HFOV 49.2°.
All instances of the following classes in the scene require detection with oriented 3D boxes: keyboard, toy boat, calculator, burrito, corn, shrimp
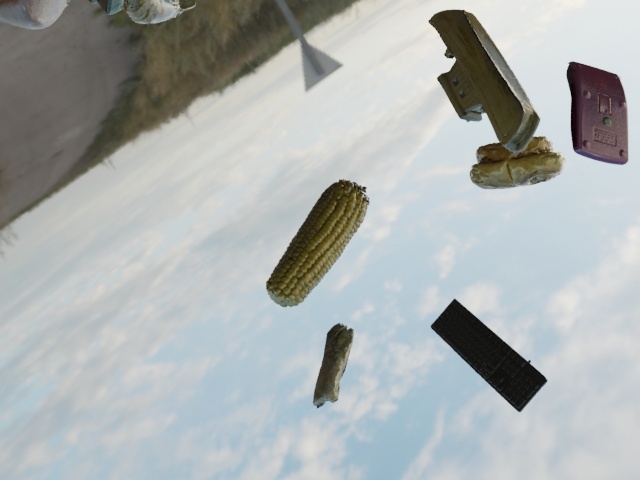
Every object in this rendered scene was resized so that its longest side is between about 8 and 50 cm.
[{"bbox_3d":[0.368,0.246,1.558,0.101,0.018,0.310,-49,-137,5],"label":"keyboard"},{"bbox_3d":[0.287,-0.298,1.295,0.089,0.321,0.121,-2,148,-42],"label":"toy boat"},{"bbox_3d":[0.515,-0.235,1.289,0.034,0.126,0.191,144,-47,-62],"label":"calculator"},{"bbox_3d":[0.025,0.224,1.275,0.051,0.042,0.171,-12,-142,31],"label":"burrito"},{"bbox_3d":[0.000,0.000,1.423,0.115,0.115,0.318,-10,-138,56],"label":"corn"},{"bbox_3d":[-0.260,-0.449,1.204,0.173,0.058,0.253,-52,-177,26],"label":"shrimp"}]

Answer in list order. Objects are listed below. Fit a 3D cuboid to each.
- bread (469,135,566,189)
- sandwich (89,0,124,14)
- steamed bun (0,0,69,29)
[{"bbox_3d":[0.498,-0.195,1.776,0.236,0.120,0.198,-7,-179,23],"label":"bread"},{"bbox_3d":[-0.476,-0.686,1.769,0.292,0.109,0.212,-36,170,18],"label":"sandwich"},{"bbox_3d":[-0.373,-0.343,0.851,0.106,0.144,0.175,77,27,-74],"label":"steamed bun"}]
